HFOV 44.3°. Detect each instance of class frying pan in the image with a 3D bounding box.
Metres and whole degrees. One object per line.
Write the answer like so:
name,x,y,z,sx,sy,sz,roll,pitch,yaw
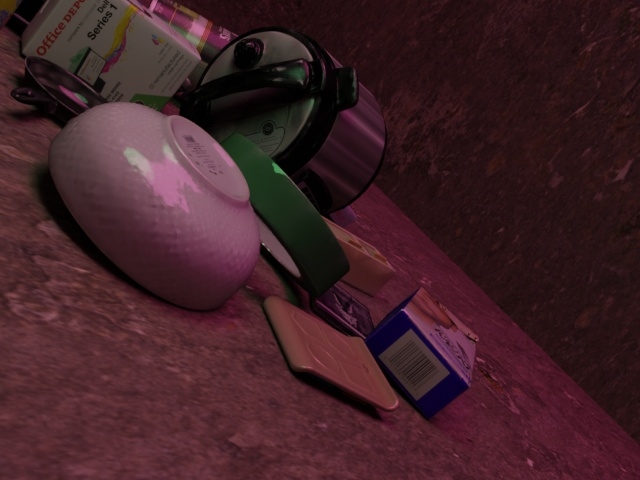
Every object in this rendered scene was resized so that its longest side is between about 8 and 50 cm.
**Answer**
frying pan,-0.417,-0.217,1.309,0.197,0.053,0.326,35,15,-26

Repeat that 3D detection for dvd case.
dvd case,0.044,0.137,1.558,0.164,0.018,0.221,39,11,-15

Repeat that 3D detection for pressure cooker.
pressure cooker,-0.089,-0.269,1.772,0.375,0.370,0.420,44,8,31

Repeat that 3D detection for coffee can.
coffee can,-0.353,-0.502,2.085,0.275,0.201,0.201,25,16,-18

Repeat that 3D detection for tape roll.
tape roll,-0.081,-0.042,1.393,0.321,0.077,0.321,47,-10,11

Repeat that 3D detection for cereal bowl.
cereal bowl,-0.204,-0.071,1.115,0.339,0.141,0.339,45,17,-17

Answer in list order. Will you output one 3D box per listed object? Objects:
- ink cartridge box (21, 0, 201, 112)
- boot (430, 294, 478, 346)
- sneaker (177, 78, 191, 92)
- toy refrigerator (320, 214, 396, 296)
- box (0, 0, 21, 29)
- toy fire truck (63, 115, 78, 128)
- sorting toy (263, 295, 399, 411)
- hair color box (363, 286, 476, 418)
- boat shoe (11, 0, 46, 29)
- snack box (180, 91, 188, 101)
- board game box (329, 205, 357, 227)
ink cartridge box,-0.410,-0.376,1.541,0.278,0.201,0.117,34,13,-31
boot,0.328,0.228,1.990,0.165,0.077,0.213,42,9,-5
sneaker,-0.376,-0.377,1.802,0.126,0.128,0.321,60,-3,-13
toy refrigerator,0.051,0.027,1.798,0.270,0.094,0.102,30,15,-45
box,-0.626,-0.578,1.382,0.279,0.290,0.177,45,11,17
toy fire truck,-0.338,-0.169,1.282,0.192,0.047,0.135,26,40,-51
sorting toy,0.011,0.184,1.251,0.208,0.038,0.193,28,16,-32
hair color box,0.206,0.208,1.551,0.185,0.110,0.339,49,11,5
boat shoe,-0.634,-0.535,1.590,0.341,0.127,0.158,40,4,-9
snack box,-0.326,-0.360,2.163,0.100,0.037,0.141,31,15,-33
board game box,-0.026,-0.219,2.338,0.318,0.066,0.318,53,6,-21
